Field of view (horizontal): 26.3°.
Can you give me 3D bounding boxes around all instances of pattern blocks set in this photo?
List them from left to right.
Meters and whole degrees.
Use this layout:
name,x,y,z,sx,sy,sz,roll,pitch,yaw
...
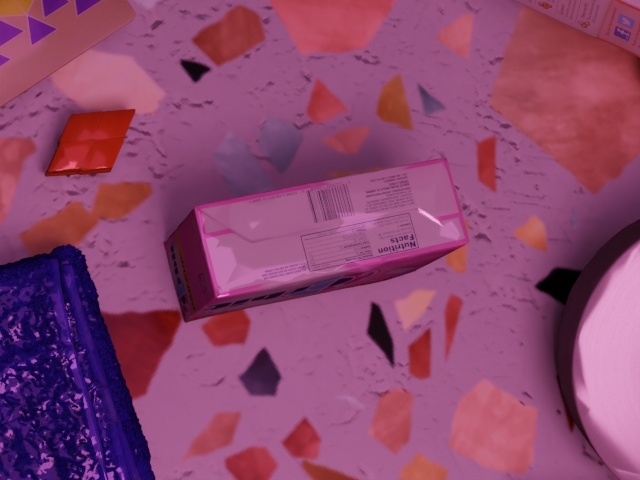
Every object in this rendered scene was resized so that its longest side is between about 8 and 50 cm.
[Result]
name,x,y,z,sx,sy,sz,roll,pitch,yaw
pattern blocks set,-0.239,-0.158,0.933,0.324,0.026,0.285,-29,87,-20

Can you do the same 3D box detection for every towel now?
name,x,y,z,sx,sy,sz,roll,pitch,yaw
towel,-0.205,0.170,0.844,0.227,0.076,0.308,-18,83,-20

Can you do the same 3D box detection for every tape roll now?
name,x,y,z,sx,sy,sz,roll,pitch,yaw
tape roll,0.281,0.084,0.968,0.219,0.072,0.219,0,96,0

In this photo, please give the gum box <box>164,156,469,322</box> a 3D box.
name,x,y,z,sx,sy,sz,roll,pitch,yaw
gum box,0.000,0.000,0.926,0.188,0.107,0.062,-12,81,-18

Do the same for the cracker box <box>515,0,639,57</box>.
name,x,y,z,sx,sy,sz,roll,pitch,yaw
cracker box,0.212,-0.240,1.027,0.232,0.067,0.156,27,70,14
